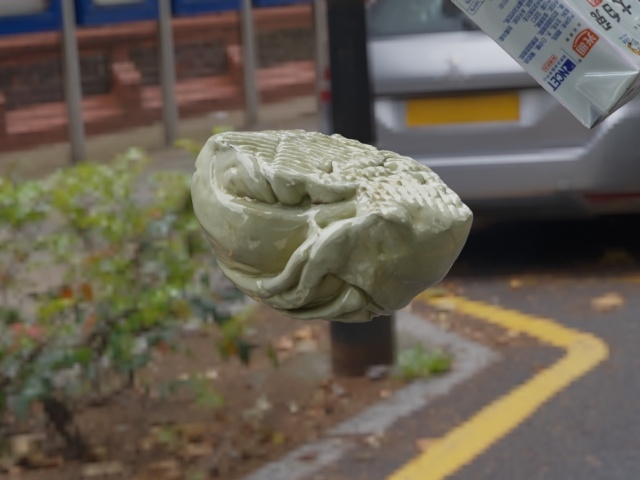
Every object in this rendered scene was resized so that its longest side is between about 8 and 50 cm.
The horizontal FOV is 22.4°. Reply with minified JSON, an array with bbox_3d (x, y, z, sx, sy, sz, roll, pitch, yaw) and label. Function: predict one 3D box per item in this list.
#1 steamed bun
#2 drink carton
[{"bbox_3d":[-0.002,-0.001,1.901,0.289,0.203,0.276,2,25,-26],"label":"steamed bun"},{"bbox_3d":[0.250,-0.279,1.835,0.315,0.106,0.130,45,42,10],"label":"drink carton"}]
